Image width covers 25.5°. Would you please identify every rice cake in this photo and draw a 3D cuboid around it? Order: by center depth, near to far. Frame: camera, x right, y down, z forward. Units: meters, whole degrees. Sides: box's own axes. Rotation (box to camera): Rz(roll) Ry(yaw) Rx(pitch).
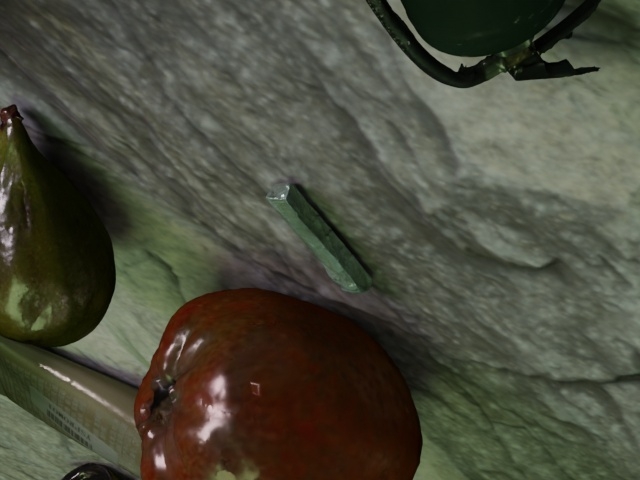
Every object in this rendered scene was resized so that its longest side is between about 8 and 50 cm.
[{"bbox_3d":[0.000,0.000,1.054,0.022,0.021,0.121,5,146,43],"label":"rice cake"}]

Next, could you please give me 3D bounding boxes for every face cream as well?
[{"bbox_3d":[-0.201,0.181,1.407,0.341,0.084,0.137,22,147,16],"label":"face cream"}]

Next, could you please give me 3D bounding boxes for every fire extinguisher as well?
[{"bbox_3d":[0.063,-0.168,0.702,0.118,0.093,0.294,-31,133,2],"label":"fire extinguisher"}]

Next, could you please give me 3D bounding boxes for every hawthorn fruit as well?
[{"bbox_3d":[-0.016,0.150,1.142,0.262,0.210,0.210,15,156,-33],"label":"hawthorn fruit"}]

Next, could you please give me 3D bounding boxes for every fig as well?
[{"bbox_3d":[-0.216,-0.013,1.111,0.133,0.184,0.127,30,-162,39],"label":"fig"}]

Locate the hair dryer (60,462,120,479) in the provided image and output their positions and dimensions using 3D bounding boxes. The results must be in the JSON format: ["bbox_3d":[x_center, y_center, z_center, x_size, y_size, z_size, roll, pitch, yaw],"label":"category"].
[{"bbox_3d":[-0.159,0.317,1.576,0.279,0.090,0.135,-8,137,31],"label":"hair dryer"}]
